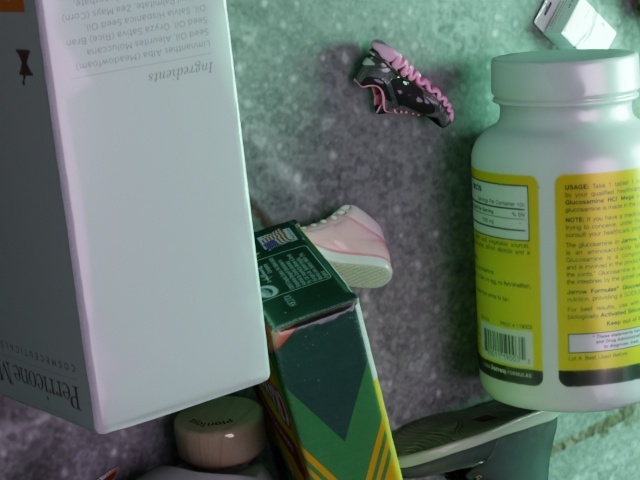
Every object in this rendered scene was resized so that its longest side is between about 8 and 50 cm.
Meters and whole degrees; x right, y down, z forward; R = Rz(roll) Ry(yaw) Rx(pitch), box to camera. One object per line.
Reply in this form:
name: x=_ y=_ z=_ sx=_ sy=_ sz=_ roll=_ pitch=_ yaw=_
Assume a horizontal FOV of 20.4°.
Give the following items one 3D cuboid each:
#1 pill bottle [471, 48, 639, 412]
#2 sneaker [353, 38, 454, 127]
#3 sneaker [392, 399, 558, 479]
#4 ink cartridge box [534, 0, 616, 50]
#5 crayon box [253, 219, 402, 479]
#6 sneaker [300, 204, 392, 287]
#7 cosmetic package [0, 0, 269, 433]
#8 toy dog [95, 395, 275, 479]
pill bottle: x=0.243 y=-0.015 z=1.736 sx=0.188 sy=0.188 sz=0.334 roll=-11 pitch=104 yaw=-36
sneaker: x=0.076 y=-0.137 z=1.688 sx=0.119 sy=0.047 sz=0.057 roll=39 pitch=88 yaw=-31
sneaker: x=0.157 y=0.233 z=1.773 sx=0.222 sy=0.083 sz=0.118 roll=-11 pitch=104 yaw=-37
ink cartridge box: x=0.260 y=-0.217 z=1.821 sx=0.083 sy=0.028 sz=0.048 roll=38 pitch=73 yaw=-35
crayon box: x=0.004 y=0.165 z=1.553 sx=0.081 sy=0.202 sz=0.318 roll=-19 pitch=114 yaw=-10
sneaker: x=0.000 y=0.000 z=1.645 sx=0.134 sy=0.051 sz=0.070 roll=9 pitch=53 yaw=-17
cosmetic package: x=-0.188 y=-0.105 z=1.367 sx=0.161 sy=0.230 sz=0.453 roll=-16 pitch=105 yaw=-35
toy dog: x=-0.140 y=0.264 z=1.498 sx=0.333 sy=0.161 sz=0.220 roll=-41 pitch=119 yaw=-26
